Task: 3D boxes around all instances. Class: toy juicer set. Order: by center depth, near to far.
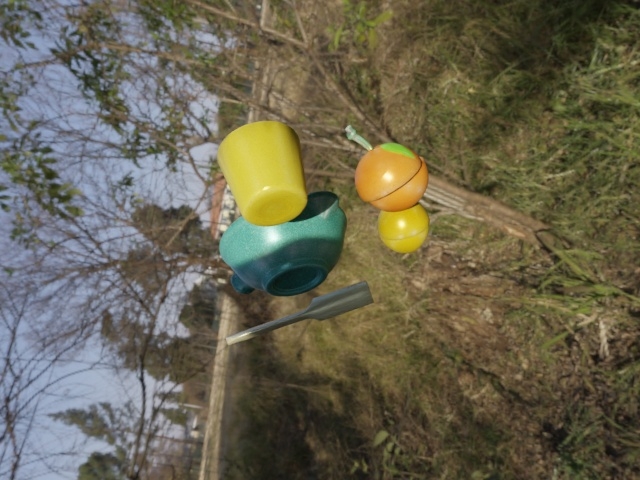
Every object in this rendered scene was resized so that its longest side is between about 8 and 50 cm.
[{"bbox_3d":[0.000,0.000,0.541,0.329,0.209,0.089,106,150,-55],"label":"toy juicer set"}]
